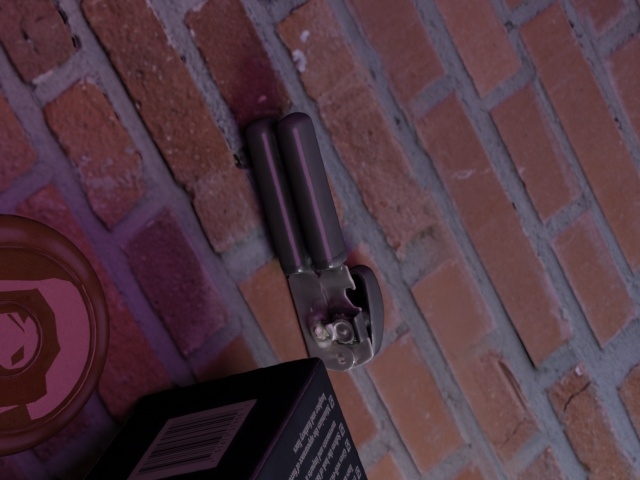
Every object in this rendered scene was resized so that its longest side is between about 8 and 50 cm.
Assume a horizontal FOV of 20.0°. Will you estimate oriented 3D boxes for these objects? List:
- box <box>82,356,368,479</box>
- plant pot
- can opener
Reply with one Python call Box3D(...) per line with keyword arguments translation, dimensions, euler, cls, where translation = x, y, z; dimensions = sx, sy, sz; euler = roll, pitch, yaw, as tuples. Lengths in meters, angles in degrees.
Box3D(translation=(-0.060, 0.361, 1.719), dimensions=(0.293, 0.212, 0.395), euler=(-56, 128, -64), cls="box")
Box3D(translation=(-0.305, 0.093, 1.733), dimensions=(0.236, 0.032, 0.236), euler=(-2, 95, -30), cls="plant pot")
Box3D(translation=(0.000, 0.000, 1.893), dimensions=(0.095, 0.076, 0.283), euler=(-35, 114, -58), cls="can opener")
